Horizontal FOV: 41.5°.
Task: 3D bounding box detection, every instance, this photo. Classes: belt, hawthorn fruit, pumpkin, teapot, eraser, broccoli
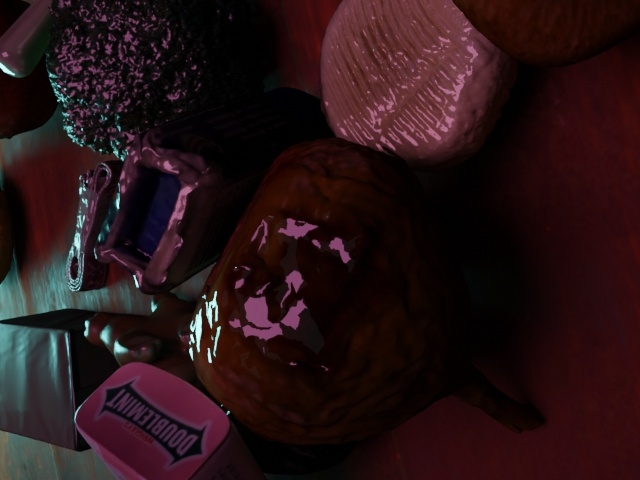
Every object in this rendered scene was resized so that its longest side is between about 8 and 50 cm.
[{"bbox_3d":[-0.362,-0.024,1.353,0.071,0.053,0.232,35,116,38],"label":"belt"},{"bbox_3d":[-0.552,-0.316,1.393,0.254,0.254,0.300,10,96,43],"label":"hawthorn fruit"},{"bbox_3d":[-0.035,0.160,0.973,0.221,0.162,0.220,-2,87,40],"label":"pumpkin"},{"bbox_3d":[-0.325,-0.361,1.171,0.149,0.220,0.318,36,96,18],"label":"teapot"},{"bbox_3d":[-0.094,-0.070,0.896,0.102,0.332,0.155,34,120,10],"label":"eraser"},{"bbox_3d":[-0.216,-0.230,1.091,0.297,0.298,0.297,162,101,-70],"label":"broccoli"}]

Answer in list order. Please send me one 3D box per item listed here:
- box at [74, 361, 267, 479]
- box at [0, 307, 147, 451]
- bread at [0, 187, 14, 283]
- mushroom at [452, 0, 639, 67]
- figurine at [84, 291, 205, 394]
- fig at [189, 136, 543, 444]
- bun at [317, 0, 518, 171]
[{"bbox_3d":[-0.118,0.310,0.967,0.190,0.112,0.369,23,148,40],"label":"box"},{"bbox_3d":[-0.390,0.207,1.321,0.252,0.153,0.188,-4,90,43],"label":"box"},{"bbox_3d":[-0.663,-0.012,1.583,0.240,0.139,0.239,7,100,44],"label":"bread"},{"bbox_3d":[0.186,-0.317,0.647,0.346,0.259,0.345,-1,79,6],"label":"mushroom"},{"bbox_3d":[-0.199,0.184,1.124,0.247,0.177,0.173,10,115,51],"label":"figurine"},{"bbox_3d":[0.070,0.078,0.790,0.286,0.369,0.286,-53,21,30],"label":"fig"},{"bbox_3d":[0.105,-0.177,0.843,0.220,0.134,0.220,-2,87,40],"label":"bun"}]
